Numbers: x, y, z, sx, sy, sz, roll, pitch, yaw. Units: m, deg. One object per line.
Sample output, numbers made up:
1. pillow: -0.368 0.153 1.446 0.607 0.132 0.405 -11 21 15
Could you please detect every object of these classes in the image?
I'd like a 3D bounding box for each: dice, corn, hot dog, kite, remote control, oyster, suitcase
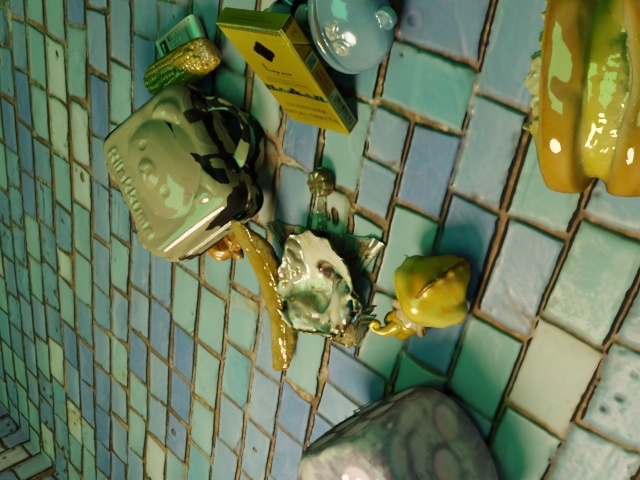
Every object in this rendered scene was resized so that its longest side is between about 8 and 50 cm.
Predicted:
1. dice: 0.142 0.447 1.151 0.270 0.270 0.271 -37 79 43
2. corn: -0.313 -0.383 1.393 0.262 0.097 0.097 -12 97 47
3. hot dog: -0.252 -0.046 1.473 0.102 0.076 0.249 -36 71 5
4. kite: 0.000 0.000 1.306 0.335 0.011 0.314 12 113 39
5. remote control: -0.320 -0.457 1.426 0.166 0.029 0.065 -11 105 49
6. oyster: 0.002 0.094 1.278 0.214 0.083 0.222 18 107 29
7. suitcase: -0.283 -0.166 1.348 0.339 0.194 0.351 -33 75 18

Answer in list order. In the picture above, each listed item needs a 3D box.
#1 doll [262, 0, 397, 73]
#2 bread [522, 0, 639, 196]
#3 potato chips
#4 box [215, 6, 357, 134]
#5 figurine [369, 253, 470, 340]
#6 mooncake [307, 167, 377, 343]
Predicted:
1. doll: 0.012 -0.369 1.069 0.314 0.141 0.177 12 143 48
2. bread: 0.376 -0.194 0.747 0.270 0.211 0.315 17 119 37
3. potato chips: -0.108 0.118 1.374 0.057 0.080 0.407 15 129 39
4. box: -0.052 -0.293 1.099 0.153 0.279 0.041 23 75 36
5. figurine: 0.179 0.108 1.111 0.156 0.131 0.246 48 145 17
6. mooncake: 0.043 0.019 1.187 0.346 0.057 0.150 61 142 37
